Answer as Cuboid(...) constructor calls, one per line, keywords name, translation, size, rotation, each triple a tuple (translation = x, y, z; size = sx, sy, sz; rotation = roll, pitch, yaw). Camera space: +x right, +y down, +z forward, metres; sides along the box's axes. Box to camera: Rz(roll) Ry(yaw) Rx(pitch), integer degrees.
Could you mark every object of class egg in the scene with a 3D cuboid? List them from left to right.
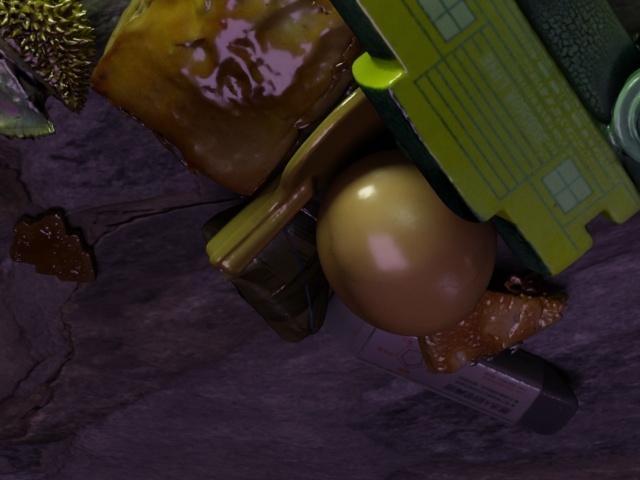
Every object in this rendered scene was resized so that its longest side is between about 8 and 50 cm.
Cuboid(name="egg", translation=(0.092, -0.001, 1.343), size=(0.201, 0.201, 0.244), rotation=(-16, 152, 24))

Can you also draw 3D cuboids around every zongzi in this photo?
Cuboid(name="zongzi", translation=(0.000, 0.000, 1.490), size=(0.242, 0.112, 0.221), rotation=(-35, 140, 0))

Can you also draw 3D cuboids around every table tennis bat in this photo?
Cuboid(name="table tennis bat", translation=(-0.002, -0.081, 1.311), size=(0.321, 0.198, 0.050), rotation=(-44, 81, 8))

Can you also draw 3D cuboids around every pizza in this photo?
Cuboid(name="pizza", translation=(0.212, 0.080, 1.501), size=(0.194, 0.069, 0.154), rotation=(-8, 118, -8))

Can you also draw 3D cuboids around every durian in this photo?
Cuboid(name="durian", translation=(-0.348, -0.237, 1.327), size=(0.194, 0.137, 0.237), rotation=(0, 131, 20))

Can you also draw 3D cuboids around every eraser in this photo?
Cuboid(name="eraser", translation=(0.170, 0.158, 1.591), size=(0.352, 0.061, 0.089), rotation=(23, 130, -7))

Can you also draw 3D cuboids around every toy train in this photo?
Cuboid(name="toy train", translation=(0.183, -0.172, 1.163), size=(0.272, 0.179, 0.442), rotation=(-38, 113, 2))

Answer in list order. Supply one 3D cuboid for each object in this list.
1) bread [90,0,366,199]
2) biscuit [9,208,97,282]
Cuboid(name="bread", translation=(-0.086, -0.190, 1.285), size=(0.277, 0.167, 0.324), rotation=(33, 130, -15))
Cuboid(name="biscuit", translation=(-0.352, 0.013, 1.616), size=(0.130, 0.019, 0.119), rotation=(41, 126, -20))
